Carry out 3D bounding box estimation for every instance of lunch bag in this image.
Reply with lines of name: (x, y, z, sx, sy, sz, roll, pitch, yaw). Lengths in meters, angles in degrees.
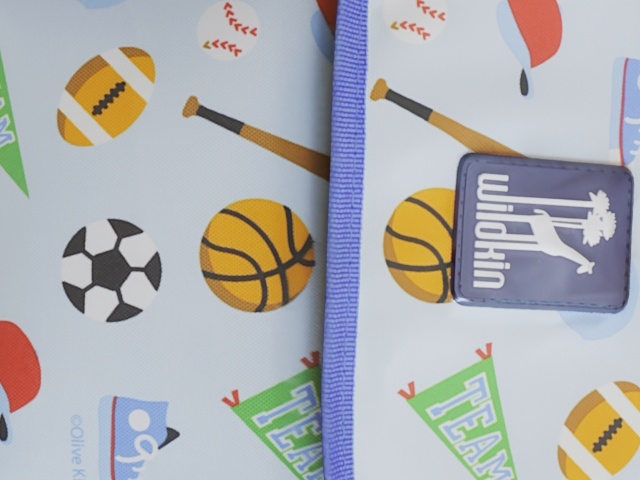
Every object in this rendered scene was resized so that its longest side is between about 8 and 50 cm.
lunch bag: (0.000, 0.000, 0.899, 0.385, 0.239, 0.328, 1, 87, 11)
